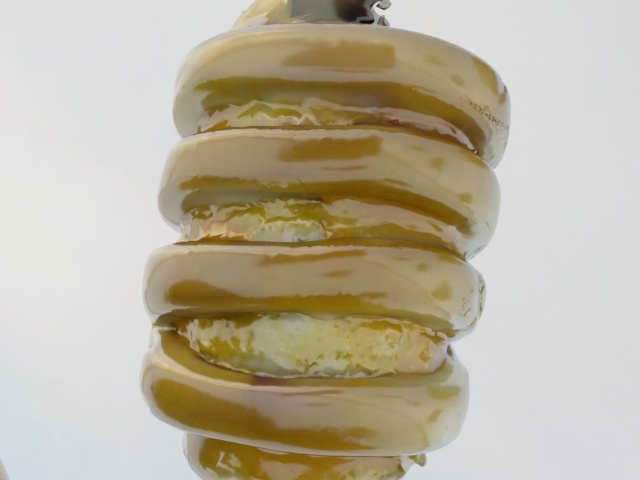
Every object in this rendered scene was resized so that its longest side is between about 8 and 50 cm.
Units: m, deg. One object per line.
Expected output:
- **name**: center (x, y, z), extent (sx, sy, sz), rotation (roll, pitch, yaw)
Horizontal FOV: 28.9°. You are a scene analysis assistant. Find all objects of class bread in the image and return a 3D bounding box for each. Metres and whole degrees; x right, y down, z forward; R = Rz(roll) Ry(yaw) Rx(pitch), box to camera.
- **bread**: center (0.000, 0.000, 0.416), extent (0.119, 0.177, 0.084), rotation (3, -18, 14)

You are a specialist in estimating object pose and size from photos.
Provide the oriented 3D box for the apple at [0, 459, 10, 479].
- **apple**: center (-0.236, 0.127, 0.331), extent (0.250, 0.277, 0.309), rotation (-34, -72, 30)
